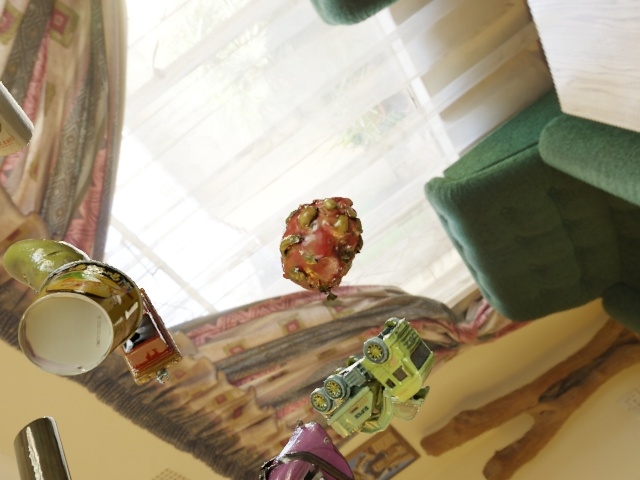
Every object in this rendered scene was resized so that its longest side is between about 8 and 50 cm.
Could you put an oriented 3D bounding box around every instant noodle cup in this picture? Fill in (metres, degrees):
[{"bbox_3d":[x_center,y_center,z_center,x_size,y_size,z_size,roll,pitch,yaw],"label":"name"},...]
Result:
[{"bbox_3d":[-0.338,0.112,0.639,0.151,0.151,0.122,53,179,-15],"label":"instant noodle cup"}]

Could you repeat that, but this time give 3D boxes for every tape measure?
[{"bbox_3d":[-0.016,0.304,0.559,0.125,0.074,0.118,49,-134,-3],"label":"tape measure"}]

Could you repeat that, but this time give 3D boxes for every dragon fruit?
[{"bbox_3d":[0.000,0.000,1.346,0.250,0.291,0.269,29,-147,6],"label":"dragon fruit"}]

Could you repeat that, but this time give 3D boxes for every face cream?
[{"bbox_3d":[-0.555,-0.232,0.722,0.096,0.096,0.214,54,162,15],"label":"face cream"}]

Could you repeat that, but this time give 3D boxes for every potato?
[{"bbox_3d":[-0.713,0.071,1.195,0.248,0.143,0.169,12,148,20],"label":"potato"}]

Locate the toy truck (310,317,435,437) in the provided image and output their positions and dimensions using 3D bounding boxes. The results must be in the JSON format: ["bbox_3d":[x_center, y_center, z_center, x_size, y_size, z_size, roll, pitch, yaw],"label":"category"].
[{"bbox_3d":[0.080,0.207,0.641,0.116,0.191,0.085,46,-152,12],"label":"toy truck"}]

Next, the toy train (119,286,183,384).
[{"bbox_3d":[-0.590,0.303,1.490,0.369,0.163,0.231,49,155,29],"label":"toy train"}]

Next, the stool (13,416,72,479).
[{"bbox_3d":[-0.417,0.433,0.565,0.226,0.310,0.310,28,-151,29],"label":"stool"}]
